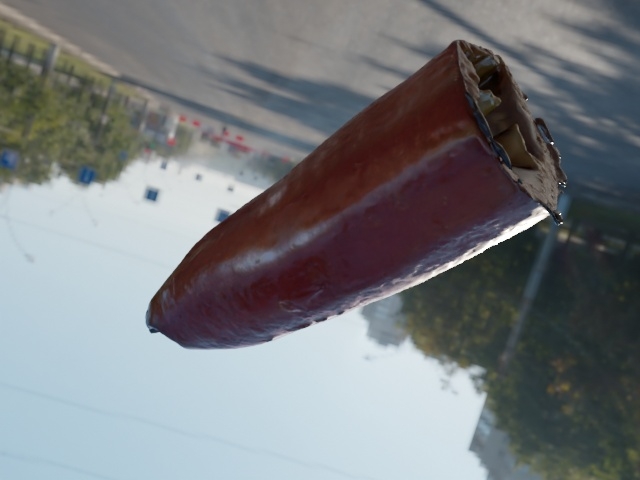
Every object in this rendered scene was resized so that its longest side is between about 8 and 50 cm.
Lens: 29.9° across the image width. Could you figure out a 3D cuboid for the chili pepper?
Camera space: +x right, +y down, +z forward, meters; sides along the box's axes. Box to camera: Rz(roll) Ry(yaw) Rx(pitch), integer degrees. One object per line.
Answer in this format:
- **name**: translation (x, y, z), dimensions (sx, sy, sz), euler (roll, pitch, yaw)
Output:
- **chili pepper**: translation (0.000, -0.003, 0.431), dimensions (0.065, 0.169, 0.088), euler (56, -156, -9)
